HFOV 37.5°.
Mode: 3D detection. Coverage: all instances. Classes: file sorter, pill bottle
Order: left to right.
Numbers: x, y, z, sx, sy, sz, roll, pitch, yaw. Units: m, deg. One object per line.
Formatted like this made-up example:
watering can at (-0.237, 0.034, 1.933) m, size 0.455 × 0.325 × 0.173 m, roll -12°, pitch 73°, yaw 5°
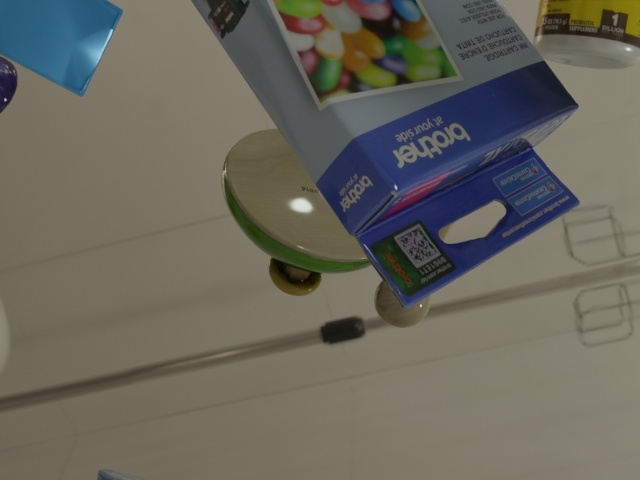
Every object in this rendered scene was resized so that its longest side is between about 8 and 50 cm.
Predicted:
file sorter at (-0.352, -0.269, 1.131) m, size 0.170 × 0.104 × 0.118 m, roll 27°, pitch 87°, yaw -45°
pill bottle at (0.301, -0.299, 1.009) m, size 0.117 × 0.117 × 0.215 m, roll -11°, pitch 110°, yaw -80°

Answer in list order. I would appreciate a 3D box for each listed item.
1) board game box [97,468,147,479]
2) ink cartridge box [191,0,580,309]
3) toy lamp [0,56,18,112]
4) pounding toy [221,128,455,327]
board game box at (-0.088, 0.245, 0.640) m, size 0.060 × 0.194 × 0.194 m, roll 44°, pitch 34°, yaw -62°
ink cartridge box at (0.037, -0.128, 0.597) m, size 0.311 × 0.185 × 0.065 m, roll 58°, pitch -37°, yaw 9°
toy lamp at (-0.342, -0.184, 0.712) m, size 0.275 × 0.080 × 0.080 m, roll 52°, pitch 26°, yaw -57°
pounding toy at (0.000, 0.000, 0.940) m, size 0.110 × 0.236 × 0.183 m, roll -61°, pitch -179°, yaw 39°
